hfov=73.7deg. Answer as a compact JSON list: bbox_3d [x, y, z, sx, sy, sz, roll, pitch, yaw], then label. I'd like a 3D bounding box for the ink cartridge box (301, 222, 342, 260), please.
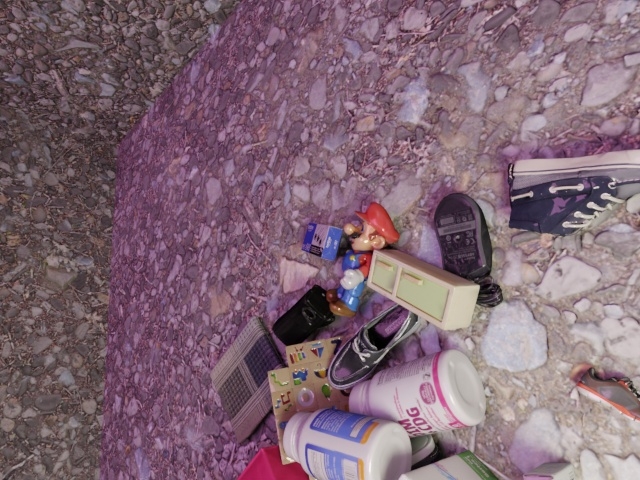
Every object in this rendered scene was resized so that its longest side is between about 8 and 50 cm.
[{"bbox_3d":[0.000,0.000,1.320,0.207,0.046,0.097,-166,92,-71],"label":"ink cartridge box"}]

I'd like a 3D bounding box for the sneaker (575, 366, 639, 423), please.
[{"bbox_3d":[0.545,0.278,0.758,0.158,0.061,0.064,24,90,45],"label":"sneaker"}]

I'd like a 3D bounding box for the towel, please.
[{"bbox_3d":[-0.247,0.481,1.493,0.324,0.056,0.312,-52,52,18],"label":"towel"}]

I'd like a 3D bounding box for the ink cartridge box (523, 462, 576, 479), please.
[{"bbox_3d":[0.395,0.536,0.702,0.060,0.239,0.274,-23,63,39],"label":"ink cartridge box"}]

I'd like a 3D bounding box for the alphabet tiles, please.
[{"bbox_3d":[0.022,0.427,1.114,0.011,0.286,0.342,98,160,-61],"label":"alphabet tiles"}]

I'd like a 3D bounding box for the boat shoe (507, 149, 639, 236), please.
[{"bbox_3d":[0.536,-0.082,0.837,0.341,0.127,0.157,6,89,53],"label":"boat shoe"}]

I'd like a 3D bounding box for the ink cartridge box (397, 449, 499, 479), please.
[{"bbox_3d":[0.221,0.548,0.841,0.117,0.278,0.201,42,108,42],"label":"ink cartridge box"}]

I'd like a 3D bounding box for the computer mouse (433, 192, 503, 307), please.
[{"bbox_3d":[0.342,0.022,1.027,0.189,0.072,0.271,-8,84,45],"label":"computer mouse"}]

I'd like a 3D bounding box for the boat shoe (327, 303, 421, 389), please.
[{"bbox_3d":[0.125,0.266,1.085,0.301,0.102,0.108,-41,60,8],"label":"boat shoe"}]

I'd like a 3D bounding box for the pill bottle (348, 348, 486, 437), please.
[{"bbox_3d":[0.213,0.364,0.985,0.283,0.161,0.160,-32,58,36],"label":"pill bottle"}]

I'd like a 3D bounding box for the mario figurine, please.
[{"bbox_3d":[0.086,0.039,1.196,0.198,0.170,0.320,31,103,43],"label":"mario figurine"}]

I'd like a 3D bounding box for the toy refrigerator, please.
[{"bbox_3d":[0.230,0.108,1.020,0.270,0.094,0.102,28,112,54],"label":"toy refrigerator"}]

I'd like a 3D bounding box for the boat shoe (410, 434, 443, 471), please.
[{"bbox_3d":[0.140,0.551,0.973,0.303,0.114,0.091,-29,91,7],"label":"boat shoe"}]

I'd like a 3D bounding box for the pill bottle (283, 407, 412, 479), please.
[{"bbox_3d":[0.048,0.456,0.941,0.272,0.153,0.152,-9,73,44],"label":"pill bottle"}]

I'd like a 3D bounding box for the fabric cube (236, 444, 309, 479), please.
[{"bbox_3d":[-0.063,0.706,1.092,0.254,0.259,0.258,-58,45,18],"label":"fabric cube"}]

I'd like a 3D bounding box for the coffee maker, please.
[{"bbox_3d":[-0.061,0.235,1.284,0.178,0.171,0.120,-47,67,27],"label":"coffee maker"}]
